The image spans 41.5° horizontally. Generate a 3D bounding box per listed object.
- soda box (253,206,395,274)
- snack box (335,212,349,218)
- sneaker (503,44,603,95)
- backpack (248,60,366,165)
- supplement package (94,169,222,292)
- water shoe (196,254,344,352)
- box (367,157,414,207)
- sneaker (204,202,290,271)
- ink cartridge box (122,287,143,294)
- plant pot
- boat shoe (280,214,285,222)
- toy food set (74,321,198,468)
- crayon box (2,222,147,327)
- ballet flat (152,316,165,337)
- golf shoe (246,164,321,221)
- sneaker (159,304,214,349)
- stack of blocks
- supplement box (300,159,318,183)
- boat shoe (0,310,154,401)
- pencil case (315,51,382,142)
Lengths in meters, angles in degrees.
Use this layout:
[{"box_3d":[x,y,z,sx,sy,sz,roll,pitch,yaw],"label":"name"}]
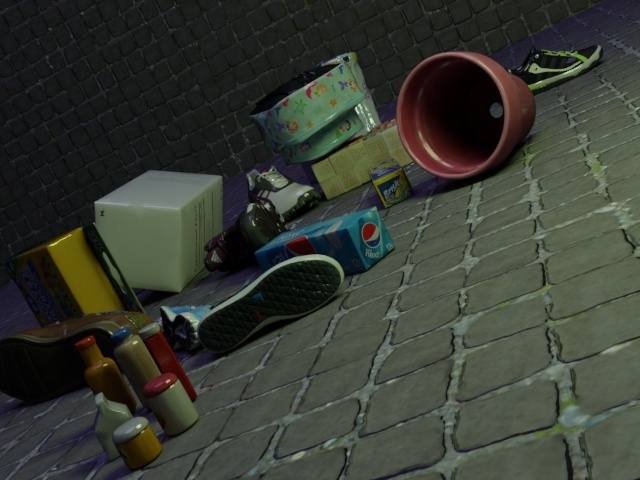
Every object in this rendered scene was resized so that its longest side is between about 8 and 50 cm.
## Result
[{"box_3d":[0.002,0.014,1.210,0.210,0.067,0.071,-16,15,48],"label":"soda box"},{"box_3d":[0.000,0.000,1.401,0.064,0.022,0.178,-23,11,24],"label":"snack box"},{"box_3d":[0.497,-0.386,1.845,0.234,0.097,0.084,-25,11,10],"label":"sneaker"},{"box_3d":[-0.018,-0.281,1.848,0.225,0.191,0.253,-35,6,-20],"label":"backpack"},{"box_3d":[-0.326,-0.027,1.753,0.177,0.175,0.293,5,17,9],"label":"supplement package"},{"box_3d":[-0.067,0.071,1.087,0.203,0.073,0.080,-26,8,2],"label":"water shoe"},{"box_3d":[0.125,-0.106,1.522,0.059,0.054,0.169,-26,11,5],"label":"box"},{"box_3d":[-0.143,0.013,1.520,0.162,0.106,0.281,-31,0,5],"label":"sneaker"},{"box_3d":[-0.433,0.080,1.980,0.171,0.056,0.235,-32,14,-22],"label":"ink cartridge box"},{"box_3d":[0.255,-0.207,1.377,0.201,0.201,0.180,-17,-1,41],"label":"plant pot"},{"box_3d":[-0.095,-0.040,1.795,0.035,0.035,0.100,-20,11,-11],"label":"boat shoe"},{"box_3d":[-0.207,0.156,0.927,0.111,0.104,0.232,-29,11,-12],"label":"toy food set"},{"box_3d":[-0.473,0.093,1.603,0.083,0.203,0.323,-35,13,-36],"label":"crayon box"},{"box_3d":[-0.271,0.146,1.325,0.114,0.041,0.041,-19,13,41],"label":"ballet flat"},{"box_3d":[-0.098,-0.105,1.887,0.105,0.120,0.273,-30,12,-26],"label":"golf shoe"},{"box_3d":[-0.179,0.122,1.202,0.073,0.063,0.162,-12,7,-28],"label":"sneaker"},{"box_3d":[0.141,-0.205,1.862,0.297,0.087,0.171,-24,11,17],"label":"stack of blocks"},{"box_3d":[0.044,-0.262,2.254,0.239,0.130,0.073,-33,12,-36],"label":"supplement box"},{"box_3d":[-0.389,0.175,1.314,0.307,0.111,0.104,-10,14,28],"label":"boat shoe"},{"box_3d":[0.087,-0.340,2.151,0.113,0.273,0.124,-26,7,-35],"label":"pencil case"}]
